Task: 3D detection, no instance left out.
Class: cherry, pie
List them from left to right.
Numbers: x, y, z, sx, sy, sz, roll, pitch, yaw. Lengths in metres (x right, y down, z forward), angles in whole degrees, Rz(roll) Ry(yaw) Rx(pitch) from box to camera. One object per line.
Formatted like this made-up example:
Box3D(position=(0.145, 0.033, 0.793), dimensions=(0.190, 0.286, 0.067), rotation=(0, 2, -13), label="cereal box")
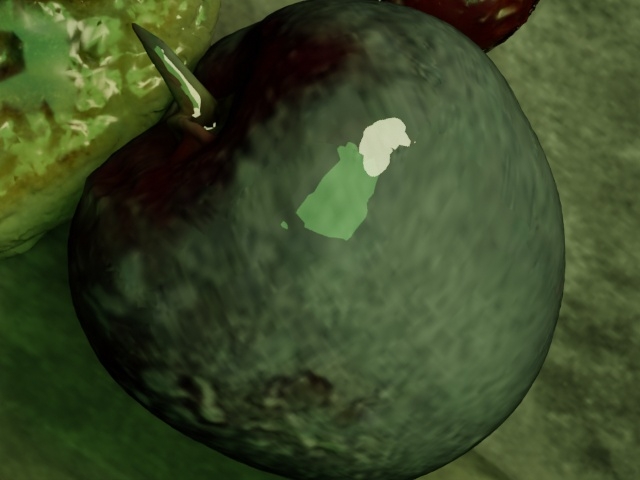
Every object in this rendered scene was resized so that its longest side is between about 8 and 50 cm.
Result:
Box3D(position=(-0.202, -0.141, 1.040), dimensions=(0.337, 0.075, 0.338), rotation=(-1, 96, -7), label="pie")
Box3D(position=(0.000, 0.000, 1.000), dimensions=(0.255, 0.218, 0.296), rotation=(-43, 121, 4), label="cherry")

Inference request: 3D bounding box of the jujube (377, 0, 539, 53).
Box3D(position=(0.093, -0.175, 1.059), dimensions=(0.104, 0.104, 0.166), rotation=(30, 90, -8), label="jujube")
